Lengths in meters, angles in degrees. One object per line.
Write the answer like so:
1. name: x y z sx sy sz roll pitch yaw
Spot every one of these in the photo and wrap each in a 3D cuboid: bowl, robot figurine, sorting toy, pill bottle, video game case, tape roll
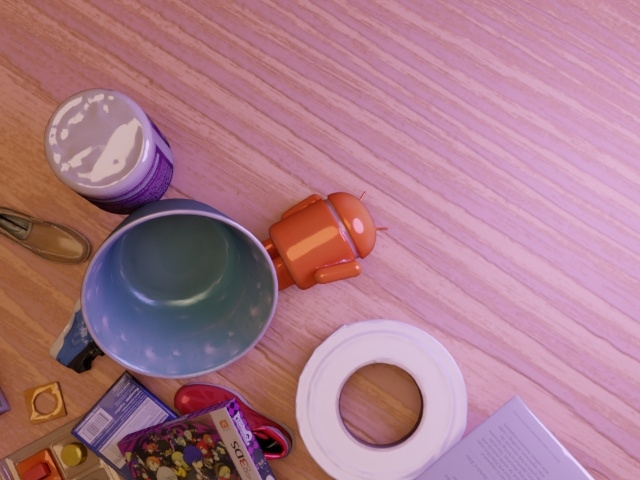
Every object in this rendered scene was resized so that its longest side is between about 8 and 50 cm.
1. bowl: -0.235 0.054 1.795 0.312 0.163 0.311 -5 120 -10
2. robot figurine: 0.001 0.002 1.846 0.219 0.158 0.128 -29 105 -2
3. sorting toy: -0.429 0.409 1.853 0.196 0.047 0.347 -29 83 -1
4. pill bottle: -0.331 -0.132 1.787 0.169 0.301 0.169 0 82 2
5. video game case: -0.189 0.381 1.765 0.232 0.042 0.210 -22 98 27
6. tape roll: 0.099 0.271 1.824 0.286 0.100 0.286 0 84 3

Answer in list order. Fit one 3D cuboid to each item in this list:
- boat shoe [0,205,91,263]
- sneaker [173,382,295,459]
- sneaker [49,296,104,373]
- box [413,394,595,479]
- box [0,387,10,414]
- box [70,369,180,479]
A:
1. boat shoe: -0.492 -0.008 1.893 0.190 0.072 0.068 18 84 4
2. sneaker: -0.145 0.296 1.815 0.221 0.128 0.087 21 83 3
3. sneaker: -0.391 0.155 1.875 0.085 0.058 0.152 31 89 11
4. box: 0.259 0.450 1.724 0.345 0.168 0.215 -39 56 -2
5. box: -0.628 0.225 1.855 0.114 0.103 0.203 -27 83 -1
6. box: -0.289 0.343 1.846 0.225 0.036 0.136 43 86 -7
